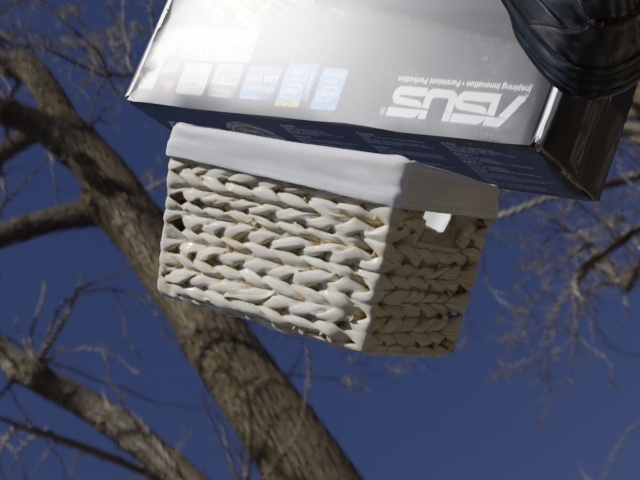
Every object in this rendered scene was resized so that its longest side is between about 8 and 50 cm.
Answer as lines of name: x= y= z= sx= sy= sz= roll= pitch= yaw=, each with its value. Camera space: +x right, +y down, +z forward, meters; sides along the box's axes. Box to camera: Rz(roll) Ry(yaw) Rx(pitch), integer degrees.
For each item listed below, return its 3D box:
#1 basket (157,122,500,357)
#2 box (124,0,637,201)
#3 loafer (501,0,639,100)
basket: x=0.000 y=0.000 z=0.638 sx=0.113 sy=0.167 sz=0.103 roll=9 pitch=-87 yaw=-55
box: x=0.063 y=-0.210 z=0.827 sx=0.097 sy=0.394 sz=0.318 roll=30 pitch=-103 yaw=-47
loafer: x=0.081 y=-0.137 z=0.467 sx=0.062 sy=0.170 sz=0.061 roll=-33 pitch=-27 yaw=-9
